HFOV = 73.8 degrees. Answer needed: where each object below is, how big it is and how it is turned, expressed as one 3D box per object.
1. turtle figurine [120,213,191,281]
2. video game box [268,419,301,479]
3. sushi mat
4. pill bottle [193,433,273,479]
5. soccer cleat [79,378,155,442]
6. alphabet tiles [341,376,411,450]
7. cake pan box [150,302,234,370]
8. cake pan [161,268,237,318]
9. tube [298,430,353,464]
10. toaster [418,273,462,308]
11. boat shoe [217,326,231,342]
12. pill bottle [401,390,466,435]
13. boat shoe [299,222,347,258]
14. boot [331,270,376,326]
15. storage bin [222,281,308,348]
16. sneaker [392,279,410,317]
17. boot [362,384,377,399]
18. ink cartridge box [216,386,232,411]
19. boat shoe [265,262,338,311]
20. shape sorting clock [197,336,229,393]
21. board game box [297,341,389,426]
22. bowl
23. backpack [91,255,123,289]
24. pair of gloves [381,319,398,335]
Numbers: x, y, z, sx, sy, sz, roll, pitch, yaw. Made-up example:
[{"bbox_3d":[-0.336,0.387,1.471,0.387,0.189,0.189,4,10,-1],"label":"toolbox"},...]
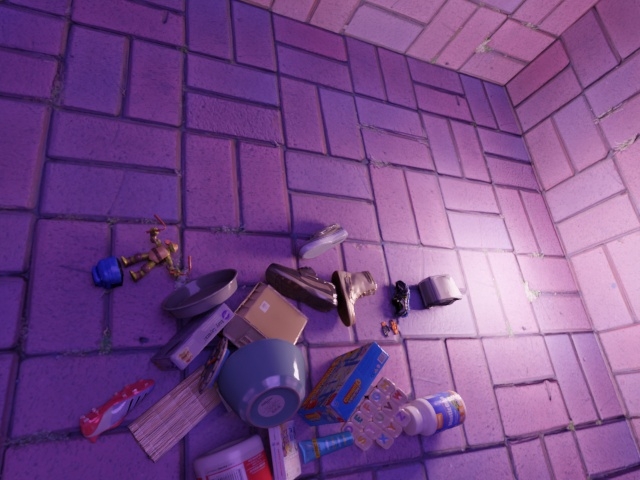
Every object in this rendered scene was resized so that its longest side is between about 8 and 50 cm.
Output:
[{"bbox_3d":[-0.640,0.050,1.633,0.218,0.087,0.269,-29,91,-28],"label":"turtle figurine"},{"bbox_3d":[-0.124,0.741,1.505,0.048,0.205,0.186,-12,69,7],"label":"video game box"},{"bbox_3d":[-0.491,0.594,1.485,0.317,0.019,0.151,-38,88,-36],"label":"sushi mat"},{"bbox_3d":[-0.243,0.861,1.356,0.229,0.229,0.407,-11,72,-32],"label":"pill bottle"},{"bbox_3d":[-0.654,0.549,1.396,0.248,0.083,0.094,-30,112,-40],"label":"soccer cleat"},{"bbox_3d":[0.221,0.702,1.728,0.278,0.021,0.284,42,83,-4],"label":"alphabet tiles"},{"bbox_3d":[-0.448,0.336,1.496,0.070,0.246,0.267,52,51,-14],"label":"cake pan box"},{"bbox_3d":[-0.433,0.195,1.571,0.293,0.293,0.054,-33,110,-36],"label":"cake pan"},{"bbox_3d":[0.024,0.788,1.643,0.207,0.052,0.080,-9,64,-18],"label":"tube"},{"bbox_3d":[0.597,0.259,2.165,0.227,0.129,0.146,-5,65,-28],"label":"toaster"},{"bbox_3d":[-0.317,0.374,1.653,0.207,0.073,0.073,35,67,-20],"label":"boat shoe"},{"bbox_3d":[0.482,0.752,1.843,0.272,0.152,0.152,-3,68,-30],"label":"pill bottle"},{"bbox_3d":[0.000,0.000,2.003,0.303,0.109,0.094,-23,63,-43],"label":"boat shoe"},{"bbox_3d":[0.171,0.260,1.959,0.204,0.095,0.261,1,62,-29],"label":"boot"},{"bbox_3d":[-0.207,0.325,1.640,0.260,0.123,0.262,41,27,-4],"label":"storage bin"},{"bbox_3d":[0.389,0.281,2.078,0.078,0.067,0.187,15,63,-28],"label":"sneaker"},{"bbox_3d":[0.202,0.640,1.772,0.099,0.121,0.045,-11,67,-36],"label":"boot"},{"bbox_3d":[-0.271,0.537,1.580,0.198,0.067,0.115,-33,105,-35],"label":"ink cartridge box"},{"bbox_3d":[-0.078,0.186,1.855,0.356,0.132,0.130,32,45,-21],"label":"boat shoe"},{"bbox_3d":[-0.376,0.431,1.485,0.040,0.206,0.206,32,55,-14],"label":"shape sorting clock"},{"bbox_3d":[0.083,0.554,1.636,0.086,0.302,0.308,46,53,-1],"label":"board game box"},{"bbox_3d":[-0.173,0.502,1.429,0.312,0.311,0.163,5,22,-26],"label":"bowl"},{"bbox_3d":[-0.756,0.118,1.517,0.101,0.120,0.097,-20,78,-34],"label":"backpack"},{"bbox_3d":[0.330,0.414,2.015,0.084,0.010,0.074,-8,71,-30],"label":"pair of gloves"}]
